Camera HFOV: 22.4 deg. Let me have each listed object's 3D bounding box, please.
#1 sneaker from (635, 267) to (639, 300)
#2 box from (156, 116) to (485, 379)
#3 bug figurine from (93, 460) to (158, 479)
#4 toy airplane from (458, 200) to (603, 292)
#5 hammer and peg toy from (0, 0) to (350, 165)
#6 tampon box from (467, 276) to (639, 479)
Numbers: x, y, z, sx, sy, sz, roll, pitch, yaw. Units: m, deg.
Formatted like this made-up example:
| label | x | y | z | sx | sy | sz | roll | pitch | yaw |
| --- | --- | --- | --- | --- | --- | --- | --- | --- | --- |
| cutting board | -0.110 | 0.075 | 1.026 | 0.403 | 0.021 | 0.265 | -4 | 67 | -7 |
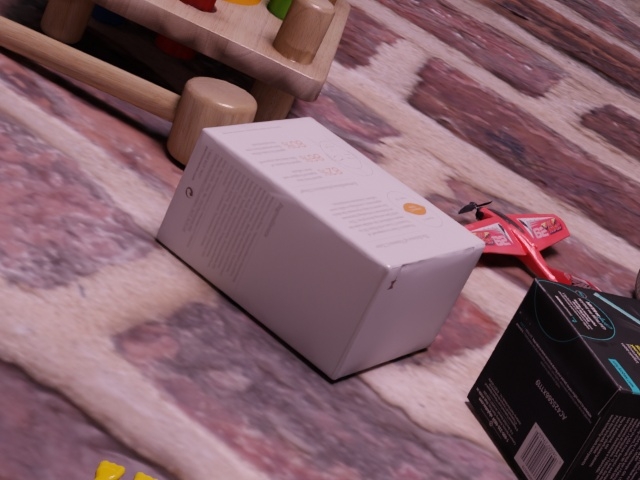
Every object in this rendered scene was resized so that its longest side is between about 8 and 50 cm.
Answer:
| label | x | y | z | sx | sy | sz | roll | pitch | yaw |
| --- | --- | --- | --- | --- | --- | --- | --- | --- | --- |
| sneaker | 0.348 | 0.078 | 1.306 | 0.118 | 0.083 | 0.222 | 18 | 24 | -19 |
| box | 0.000 | 0.000 | 1.101 | 0.170 | 0.091 | 0.130 | 38 | 26 | 25 |
| bug figurine | -0.160 | 0.170 | 0.619 | 0.216 | 0.072 | 0.279 | 23 | 28 | 8 |
| toy airplane | 0.176 | 0.013 | 1.331 | 0.151 | 0.028 | 0.151 | 21 | 26 | -11 |
| hammer and peg toy | -0.112 | -0.201 | 1.350 | 0.266 | 0.127 | 0.361 | 25 | 24 | -3 |
| tampon box | 0.205 | 0.110 | 1.072 | 0.161 | 0.101 | 0.120 | 12 | 28 | -32 |
